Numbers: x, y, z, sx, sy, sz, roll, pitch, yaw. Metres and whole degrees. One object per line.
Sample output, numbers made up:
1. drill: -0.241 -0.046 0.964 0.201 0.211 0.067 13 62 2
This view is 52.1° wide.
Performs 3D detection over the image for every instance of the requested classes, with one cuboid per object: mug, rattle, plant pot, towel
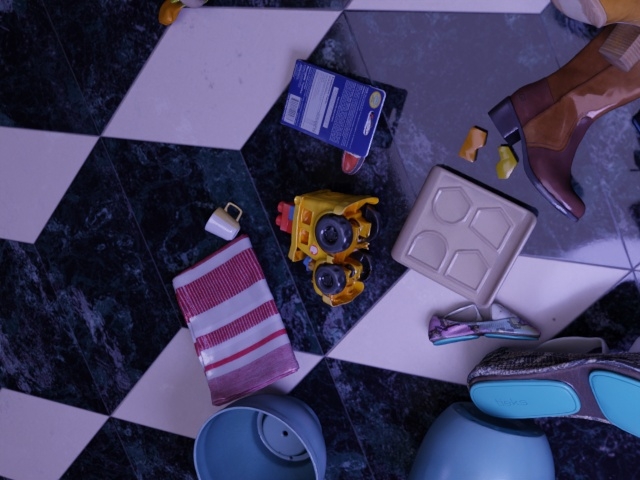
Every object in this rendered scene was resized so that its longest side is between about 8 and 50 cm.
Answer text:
1. mug: -0.212 -0.039 1.467 0.064 0.062 0.078 34 119 2
2. rattle: -0.328 -0.517 1.316 0.142 0.199 0.130 -7 100 22
3. plant pot: 0.317 0.455 1.271 0.292 0.293 0.235 14 94 17
4. plant pot: -0.109 0.468 1.475 0.293 0.196 0.293 5 104 20
5. towel: -0.199 0.181 1.474 0.237 0.037 0.329 -29 73 23

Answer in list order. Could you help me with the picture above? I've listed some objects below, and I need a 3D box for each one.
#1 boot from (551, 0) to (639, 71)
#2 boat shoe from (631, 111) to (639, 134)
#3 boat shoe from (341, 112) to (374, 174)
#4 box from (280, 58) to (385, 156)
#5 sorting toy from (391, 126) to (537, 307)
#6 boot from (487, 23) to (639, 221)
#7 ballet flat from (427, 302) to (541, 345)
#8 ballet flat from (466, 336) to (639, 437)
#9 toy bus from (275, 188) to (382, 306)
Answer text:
1. boot: 0.466 -0.407 0.976 0.211 0.295 0.104 -55 43 12
2. boat shoe: 0.584 -0.117 1.083 0.109 0.258 0.089 32 137 -31
3. boat shoe: 0.073 -0.196 1.328 0.049 0.043 0.137 26 111 11
4. box: 0.028 -0.263 1.303 0.225 0.036 0.137 29 112 31
5. sorting toy: 0.297 -0.050 1.282 0.229 0.041 0.307 30 108 17
6. boot: 0.477 -0.204 1.142 0.280 0.096 0.264 -33 67 20
7. ballet flat: 0.323 0.166 1.312 0.221 0.077 0.079 -7 74 22
8. ballet flat: 0.485 0.240 1.147 0.482 0.182 0.164 -5 122 48
9. toy bus: 0.000 0.000 1.359 0.211 0.149 0.220 17 111 30
